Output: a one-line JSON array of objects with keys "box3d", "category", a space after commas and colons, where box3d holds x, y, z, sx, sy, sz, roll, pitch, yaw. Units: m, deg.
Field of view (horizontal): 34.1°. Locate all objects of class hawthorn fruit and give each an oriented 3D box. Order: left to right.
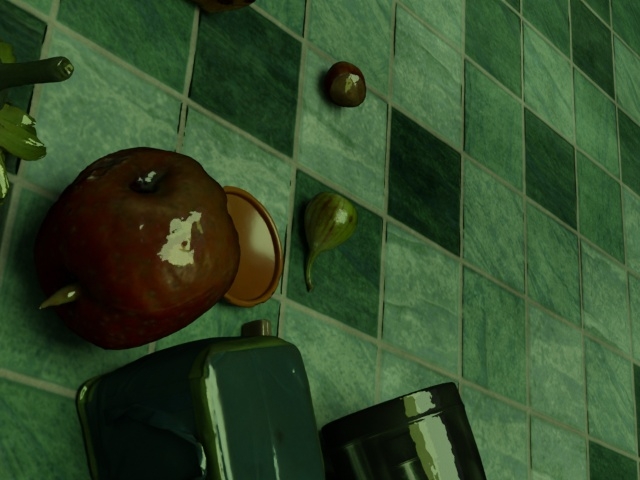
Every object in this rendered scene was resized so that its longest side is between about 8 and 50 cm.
[{"box3d": [-0.233, 0.011, 1.327, 0.262, 0.258, 0.258, -43, 115, -9], "category": "hawthorn fruit"}]

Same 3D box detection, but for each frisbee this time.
[{"box3d": [-0.132, 0.011, 1.600, 0.192, 0.035, 0.192, 22, 60, -45], "category": "frisbee"}]

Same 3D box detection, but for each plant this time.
[{"box3d": [-0.437, -0.160, 1.183, 0.261, 0.297, 0.306, -28, 117, -21], "category": "plant"}]

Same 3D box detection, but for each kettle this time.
[{"box3d": [0.157, 0.418, 1.650, 0.321, 0.228, 0.324, 84, -12, -76], "category": "kettle"}]

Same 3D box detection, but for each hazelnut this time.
[{"box3d": [0.043, -0.282, 1.891, 0.086, 0.086, 0.086, 21, 61, -45], "category": "hazelnut"}]

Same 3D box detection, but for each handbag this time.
[{"box3d": [-0.147, 0.259, 1.330, 0.222, 0.241, 0.263, -9, 85, -51], "category": "handbag"}]

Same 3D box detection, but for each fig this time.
[{"box3d": [0.011, -0.005, 1.736, 0.093, 0.093, 0.166, 39, 51, -35], "category": "fig"}]

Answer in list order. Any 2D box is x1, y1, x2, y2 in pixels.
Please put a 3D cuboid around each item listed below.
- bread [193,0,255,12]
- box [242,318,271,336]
[{"box3d": [-0.153, -0.463, 1.662, 0.143, 0.149, 0.158, 33, 53, -43], "category": "bread"}, {"box3d": [-0.095, 0.177, 1.573, 0.025, 0.048, 0.115, 18, 64, -50], "category": "box"}]
